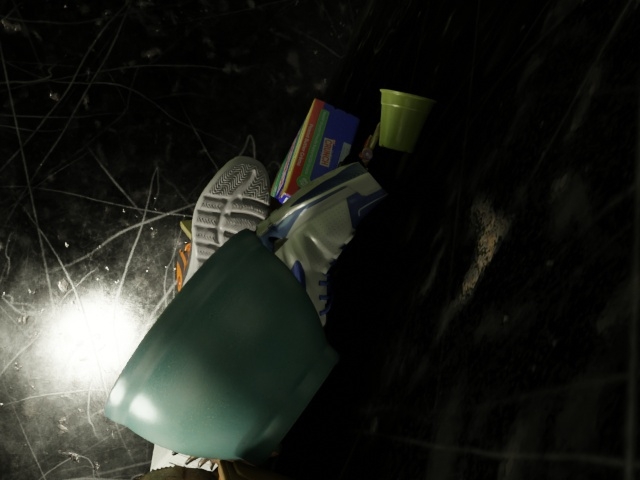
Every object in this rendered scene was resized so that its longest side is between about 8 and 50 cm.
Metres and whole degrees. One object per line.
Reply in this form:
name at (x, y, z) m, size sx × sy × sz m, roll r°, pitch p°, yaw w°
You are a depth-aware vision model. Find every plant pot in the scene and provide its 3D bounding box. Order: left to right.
plant pot at (-0.101, 0.159, 1.009) m, size 0.293 × 0.196 × 0.293 m, roll -53°, pitch -5°, yaw -6°
plant pot at (0.116, -0.168, 1.135) m, size 0.083 × 0.083 × 0.079 m, roll -116°, pitch 39°, yaw -80°

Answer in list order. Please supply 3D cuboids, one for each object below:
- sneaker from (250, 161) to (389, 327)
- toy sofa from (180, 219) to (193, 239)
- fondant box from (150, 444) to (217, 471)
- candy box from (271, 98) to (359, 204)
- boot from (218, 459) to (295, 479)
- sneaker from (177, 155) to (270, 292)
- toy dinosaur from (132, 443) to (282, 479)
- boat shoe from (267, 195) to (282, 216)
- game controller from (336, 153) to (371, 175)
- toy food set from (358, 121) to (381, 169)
sneaker at (-0.015, 0.030, 1.229) m, size 0.315 × 0.182 × 0.127 m, roll -35°, pitch 16°, yaw 8°
toy sofa at (-0.231, 0.126, 1.922) m, size 0.150 × 0.177 × 0.363 m, roll -139°, pitch 47°, yaw -61°
fondant box at (-0.178, 0.251, 1.417) m, size 0.330 × 0.096 × 0.238 m, roll -48°, pitch 27°, yaw 34°
candy box at (-0.042, -0.113, 1.800) m, size 0.317 × 0.122 × 0.268 m, roll 128°, pitch 163°, yaw -57°
boot at (-0.082, 0.361, 0.840) m, size 0.283 × 0.109 × 0.220 m, roll 171°, pitch 117°, yaw -76°
sneaker at (-0.190, -0.003, 1.396) m, size 0.321 × 0.124 × 0.180 m, roll -69°, pitch 21°, yaw 7°
toy dinosaur at (-0.176, 0.331, 1.036) m, size 0.127 × 0.295 × 0.200 m, roll -34°, pitch 65°, yaw 31°
boat shoe at (-0.058, -0.012, 1.392) m, size 0.095 × 0.095 × 0.257 m, roll -55°, pitch 34°, yaw 26°
game controller at (0.000, 0.000, 1.405) m, size 0.166 × 0.067 × 0.319 m, roll -75°, pitch 12°, yaw -49°
toy food set at (0.082, -0.163, 1.507) m, size 0.078 × 0.019 × 0.122 m, roll 124°, pitch 167°, yaw -51°
